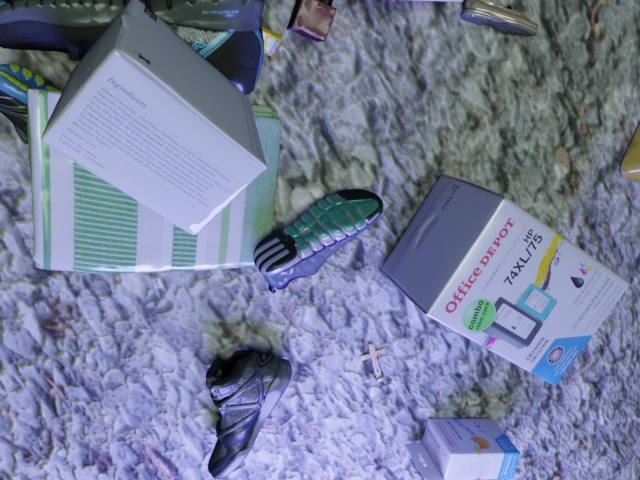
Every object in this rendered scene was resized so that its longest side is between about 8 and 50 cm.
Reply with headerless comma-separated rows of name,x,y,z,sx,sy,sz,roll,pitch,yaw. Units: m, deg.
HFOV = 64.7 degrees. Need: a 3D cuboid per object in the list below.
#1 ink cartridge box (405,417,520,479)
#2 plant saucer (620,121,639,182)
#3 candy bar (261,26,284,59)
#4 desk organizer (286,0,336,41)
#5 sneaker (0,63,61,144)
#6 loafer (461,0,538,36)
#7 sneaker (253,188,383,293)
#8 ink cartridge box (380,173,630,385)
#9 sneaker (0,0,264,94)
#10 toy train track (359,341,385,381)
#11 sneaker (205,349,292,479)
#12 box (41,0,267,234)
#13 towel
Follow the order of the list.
ink cartridge box,0.266,0.393,0.957,0.181,0.104,0.061,5,106,-15
plant saucer,0.747,-0.222,0.890,0.333,0.081,0.332,15,103,-16
candy bar,-0.128,-0.299,0.696,0.162,0.018,0.040,19,105,-18
desk organizer,0.002,-0.347,0.696,0.050,0.047,0.130,17,103,-20
sneaker,-0.350,-0.152,0.673,0.188,0.067,0.078,36,128,-28
loafer,0.276,-0.343,0.764,0.125,0.045,0.039,9,98,-13
sneaker,0.000,0.000,0.804,0.224,0.083,0.098,-28,146,-12
ink cartridge box,0.279,0.056,0.805,0.270,0.197,0.198,29,98,-19
sneaker,-0.240,-0.244,0.632,0.341,0.125,0.139,-1,127,-4
toy train track,0.101,0.223,0.915,0.048,0.014,0.083,-18,111,-7
sneaker,-0.154,0.279,0.837,0.130,0.087,0.227,27,96,-17
box,-0.170,-0.135,0.551,0.119,0.181,0.182,-40,127,18
towel,-0.215,-0.073,0.697,0.325,0.038,0.247,-2,109,-30
